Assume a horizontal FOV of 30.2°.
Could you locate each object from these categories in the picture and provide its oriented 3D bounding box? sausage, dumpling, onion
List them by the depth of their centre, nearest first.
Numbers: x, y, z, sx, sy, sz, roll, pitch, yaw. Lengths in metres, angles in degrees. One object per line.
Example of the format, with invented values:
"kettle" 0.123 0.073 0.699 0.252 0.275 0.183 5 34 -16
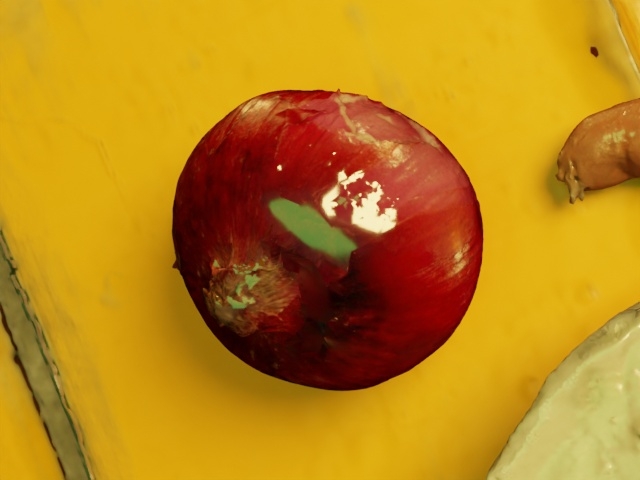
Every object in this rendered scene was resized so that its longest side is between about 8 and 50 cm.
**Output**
"dumpling" 0.161 0.072 0.438 0.176 0.092 0.150 11 101 20
"sausage" 0.167 -0.042 0.454 0.157 0.036 0.042 -7 82 22
"onion" 0.000 0.000 0.480 0.131 0.131 0.131 2 97 21
